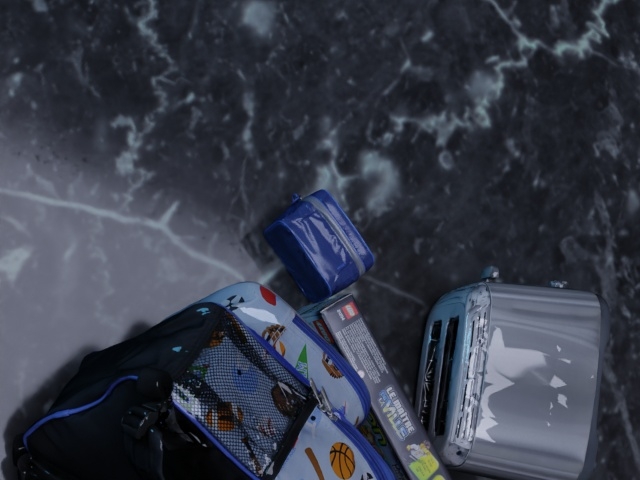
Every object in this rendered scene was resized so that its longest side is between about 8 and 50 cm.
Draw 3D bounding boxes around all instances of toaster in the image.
[{"bbox_3d":[0.175,0.141,1.312,0.146,0.129,0.227,11,80,-15],"label":"toaster"}]

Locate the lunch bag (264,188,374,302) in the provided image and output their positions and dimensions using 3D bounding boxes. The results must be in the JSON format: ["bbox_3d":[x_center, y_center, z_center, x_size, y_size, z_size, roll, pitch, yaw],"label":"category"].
[{"bbox_3d":[0.000,0.000,1.296,0.065,0.067,0.098,-35,94,-23],"label":"lunch bag"}]

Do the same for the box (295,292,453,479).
[{"bbox_3d":[0.042,0.150,1.264,0.036,0.114,0.207,-29,92,-23],"label":"box"}]

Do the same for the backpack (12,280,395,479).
[{"bbox_3d":[-0.076,0.181,1.151,0.263,0.276,0.213,50,55,-11],"label":"backpack"}]
